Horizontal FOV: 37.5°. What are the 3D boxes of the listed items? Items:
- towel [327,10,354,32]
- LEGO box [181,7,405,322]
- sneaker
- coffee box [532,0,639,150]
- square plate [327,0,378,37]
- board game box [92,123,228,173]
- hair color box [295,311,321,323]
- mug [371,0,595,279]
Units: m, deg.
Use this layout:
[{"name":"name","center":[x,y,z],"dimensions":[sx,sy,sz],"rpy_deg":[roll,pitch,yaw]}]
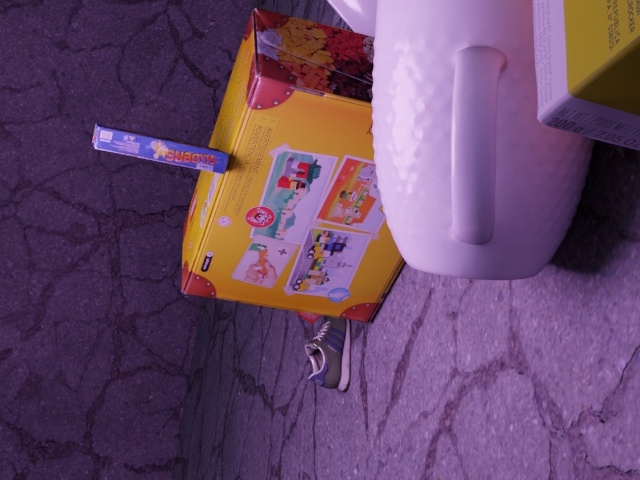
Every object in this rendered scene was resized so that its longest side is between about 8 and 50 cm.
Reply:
[{"name":"towel","center":[0.015,-0.441,2.220],"dimensions":[0.324,0.056,0.312],"rpy_deg":[129,157,-60]},{"name":"LEGO box","center":[-0.006,-0.106,1.642],"dimensions":[0.193,0.372,0.500],"rpy_deg":[-97,24,-45]},{"name":"sneaker","center":[0.011,0.207,1.897],"dimensions":[0.064,0.086,0.192],"rpy_deg":[124,151,-54]},{"name":"coffee box","center":[0.360,-0.253,0.591],"dimensions":[0.334,0.337,0.338],"rpy_deg":[137,140,-63]},{"name":"square plate","center":[0.124,-0.461,1.639],"dimensions":[0.049,0.344,0.347],"rpy_deg":[-41,1,-24]},{"name":"board game box","center":[-0.256,-0.146,1.491],"dimensions":[0.136,0.201,0.035],"rpy_deg":[-148,69,-73]},{"name":"hair color box","center":[0.010,0.102,1.964],"dimensions":[0.093,0.053,0.167],"rpy_deg":[-58,6,-30]},{"name":"mug","center":[0.188,-0.120,1.113],"dimensions":[0.374,0.276,0.328],"rpy_deg":[-37,-50,-76]}]
